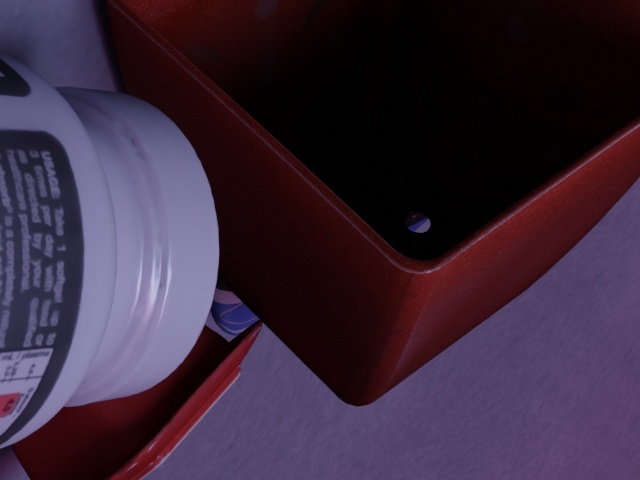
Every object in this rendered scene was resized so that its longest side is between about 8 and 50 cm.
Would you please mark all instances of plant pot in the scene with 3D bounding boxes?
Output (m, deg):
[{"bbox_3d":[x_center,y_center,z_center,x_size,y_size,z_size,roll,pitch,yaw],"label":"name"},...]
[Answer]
[{"bbox_3d":[0.041,-0.054,1.008,0.267,0.267,0.236,-33,153,-30],"label":"plant pot"}]

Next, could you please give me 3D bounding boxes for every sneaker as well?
[{"bbox_3d":[0.000,0.000,1.165,0.211,0.080,0.081,-24,145,-25],"label":"sneaker"}]

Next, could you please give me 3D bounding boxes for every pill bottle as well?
[{"bbox_3d":[-0.228,0.006,0.739,0.363,0.210,0.210,-1,121,-51],"label":"pill bottle"}]

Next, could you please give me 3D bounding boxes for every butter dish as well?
[{"bbox_3d":[-0.142,0.093,1.030,0.160,0.118,0.160,-39,-174,43],"label":"butter dish"}]
